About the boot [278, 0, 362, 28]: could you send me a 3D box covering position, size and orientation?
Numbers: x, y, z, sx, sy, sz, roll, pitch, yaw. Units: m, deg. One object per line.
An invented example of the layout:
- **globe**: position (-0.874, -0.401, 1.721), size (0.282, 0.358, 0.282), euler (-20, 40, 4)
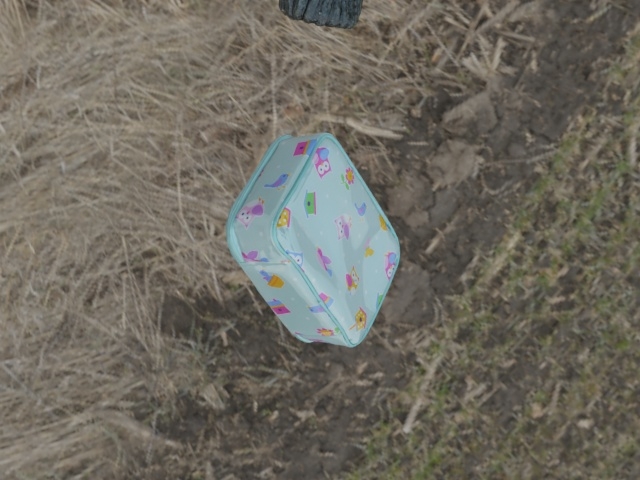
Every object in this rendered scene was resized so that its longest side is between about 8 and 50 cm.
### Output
- **boot**: position (0.071, -0.450, 1.175), size (0.348, 0.131, 0.260), euler (-25, 130, -46)

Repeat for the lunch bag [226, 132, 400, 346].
- **lunch bag**: position (0.000, 0.000, 1.131), size (0.279, 0.108, 0.224), euler (56, 45, -39)
